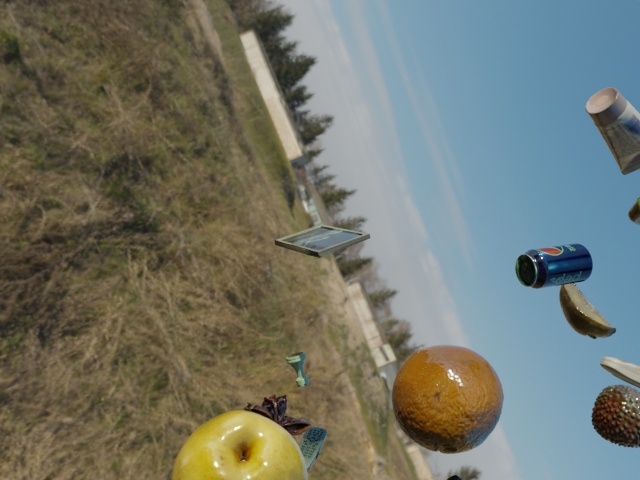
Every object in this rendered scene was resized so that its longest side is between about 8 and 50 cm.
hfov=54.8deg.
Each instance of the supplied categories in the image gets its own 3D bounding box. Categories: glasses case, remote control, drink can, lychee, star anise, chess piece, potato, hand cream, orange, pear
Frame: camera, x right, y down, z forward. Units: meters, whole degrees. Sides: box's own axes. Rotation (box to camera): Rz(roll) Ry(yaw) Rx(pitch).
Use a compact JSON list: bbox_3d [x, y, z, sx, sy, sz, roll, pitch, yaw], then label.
[{"bbox_3d":[0.668,0.286,1.291,0.164,0.041,0.063,23,-5,9],"label":"glasses case"},{"bbox_3d":[-0.035,0.688,2.041,0.222,0.072,0.042,-49,146,-65],"label":"remote control"},{"bbox_3d":[0.677,0.075,1.790,0.118,0.204,0.118,172,-90,-71],"label":"drink can"},{"bbox_3d":[0.797,0.468,1.618,0.165,0.165,0.198,-112,-172,-74],"label":"lychee"},{"bbox_3d":[-0.142,0.517,1.714,0.220,0.190,0.125,47,-11,-26],"label":"star anise"},{"bbox_3d":[-0.068,0.415,1.980,0.067,0.067,0.103,-99,175,-89],"label":"chess piece"},{"bbox_3d":[0.856,0.243,2.088,0.120,0.100,0.261,-65,-147,31],"label":"potato"},{"bbox_3d":[0.747,-0.262,1.500,0.248,0.133,0.083,40,48,-27],"label":"hand cream"},{"bbox_3d":[0.377,0.462,1.826,0.322,0.322,0.357,67,16,14],"label":"orange"},{"bbox_3d":[-0.174,0.525,1.331,0.314,0.314,0.315,-23,90,-90],"label":"pear"}]

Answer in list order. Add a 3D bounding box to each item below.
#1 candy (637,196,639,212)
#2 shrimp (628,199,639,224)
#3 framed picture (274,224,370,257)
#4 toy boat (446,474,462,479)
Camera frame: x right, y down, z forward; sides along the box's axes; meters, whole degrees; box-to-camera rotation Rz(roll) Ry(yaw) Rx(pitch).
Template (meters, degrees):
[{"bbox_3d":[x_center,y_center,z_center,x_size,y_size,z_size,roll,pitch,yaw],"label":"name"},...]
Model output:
[{"bbox_3d":[0.824,-0.077,1.406,0.032,0.178,0.102,-54,125,-69],"label":"candy"},{"bbox_3d":[1.035,-0.136,1.618,0.221,0.445,0.110,49,23,-59],"label":"shrimp"},{"bbox_3d":[0.000,0.000,1.854,0.260,0.189,0.023,13,-62,56],"label":"framed picture"},{"bbox_3d":[0.381,0.805,1.790,0.103,0.092,0.246,15,80,-62],"label":"toy boat"}]
